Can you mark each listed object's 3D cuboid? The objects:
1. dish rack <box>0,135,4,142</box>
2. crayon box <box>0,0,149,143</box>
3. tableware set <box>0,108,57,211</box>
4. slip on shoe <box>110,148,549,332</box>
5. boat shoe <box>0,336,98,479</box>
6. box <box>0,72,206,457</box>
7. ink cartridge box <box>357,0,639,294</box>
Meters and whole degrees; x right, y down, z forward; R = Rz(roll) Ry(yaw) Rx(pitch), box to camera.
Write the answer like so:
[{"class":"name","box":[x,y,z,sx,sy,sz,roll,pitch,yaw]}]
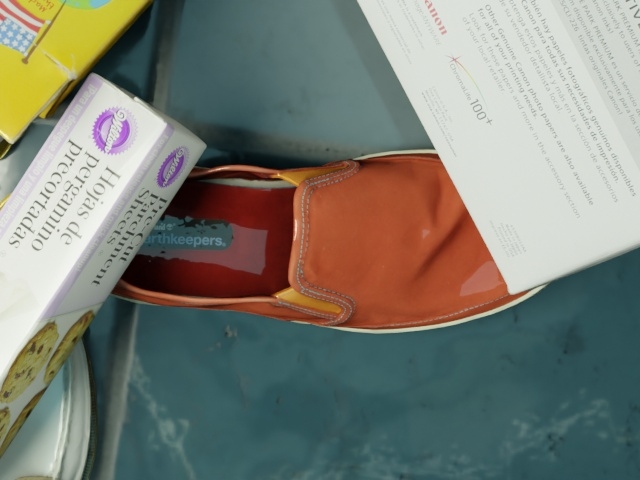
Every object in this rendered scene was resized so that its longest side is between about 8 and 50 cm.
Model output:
[{"class":"dish rack","box":[-0.331,-0.131,1.204,0.208,0.074,0.271,-34,94,9]},{"class":"crayon box","box":[-0.166,-0.221,1.157,0.202,0.081,0.318,42,65,-6]},{"class":"tableware set","box":[-0.211,-0.030,1.233,0.104,0.024,0.154,21,87,24]},{"class":"slip on shoe","box":[0.000,0.000,1.239,0.331,0.101,0.123,2,93,-5]},{"class":"boat shoe","box":[-0.213,0.180,1.239,0.113,0.103,0.302,11,93,-1]},{"class":"box","box":[-0.189,0.055,1.154,0.063,0.067,0.324,35,92,20]},{"class":"ink cartridge box","box":[0.167,-0.161,1.123,0.130,0.272,0.309,-31,94,-43]}]
